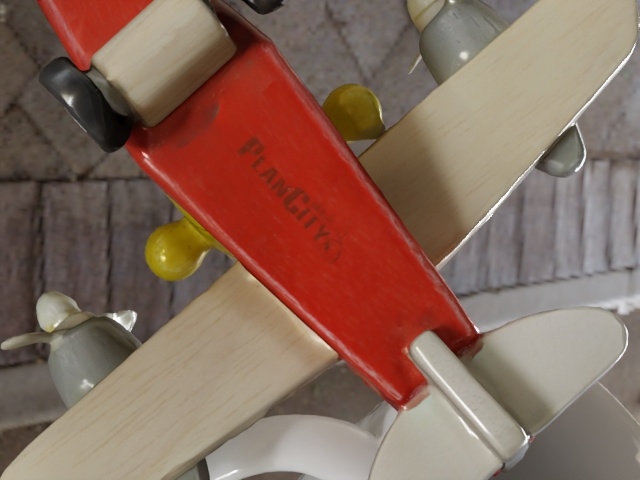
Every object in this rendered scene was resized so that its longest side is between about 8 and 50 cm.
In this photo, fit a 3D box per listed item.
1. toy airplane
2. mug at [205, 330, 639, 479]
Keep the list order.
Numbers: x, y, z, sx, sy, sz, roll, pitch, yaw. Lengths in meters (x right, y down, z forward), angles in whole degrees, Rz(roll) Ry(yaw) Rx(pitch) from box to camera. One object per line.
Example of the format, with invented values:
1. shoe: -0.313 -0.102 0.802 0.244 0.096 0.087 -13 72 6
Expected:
1. toy airplane: 0.000 0.000 0.884 0.386 0.272 0.384 3 92 -8
2. mug: 0.045 0.248 1.042 0.374 0.328 0.276 31 34 -26
